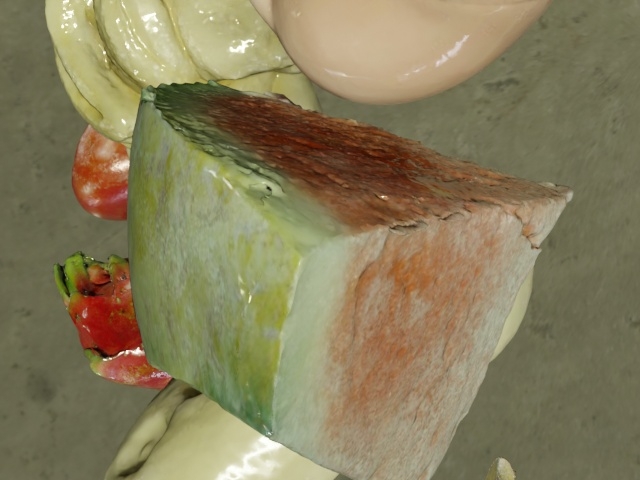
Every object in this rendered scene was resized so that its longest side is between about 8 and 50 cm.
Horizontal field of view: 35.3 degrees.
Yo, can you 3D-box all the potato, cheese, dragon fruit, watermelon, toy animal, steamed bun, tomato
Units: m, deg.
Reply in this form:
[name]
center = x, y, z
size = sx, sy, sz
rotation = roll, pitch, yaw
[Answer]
[potato]
center = 0.263, 0.371, 1.483
size = 0.037, 0.093, 0.036
rotation = 26, 147, -20
[cheese]
center = -0.011, 0.119, 0.785
size = 0.129, 0.328, 0.351
rotation = 50, 138, -11
[dragon fruit]
center = -0.237, 0.095, 1.372
size = 0.269, 0.200, 0.198
rotation = 57, 158, 35
[watermelon]
center = 0.000, 0.000, 0.518
size = 0.232, 0.310, 0.193
rotation = 31, 83, -22
[toy animal]
center = 0.067, -0.177, 0.612
size = 0.154, 0.166, 0.250
rotation = 43, 144, -10
[steamed bun]
center = -0.149, -0.195, 1.084
size = 0.325, 0.230, 0.372
rotation = 24, 127, 37
[tomato]
center = -0.315, -0.134, 1.759
size = 0.140, 0.200, 0.233
rotation = 23, 91, 35
